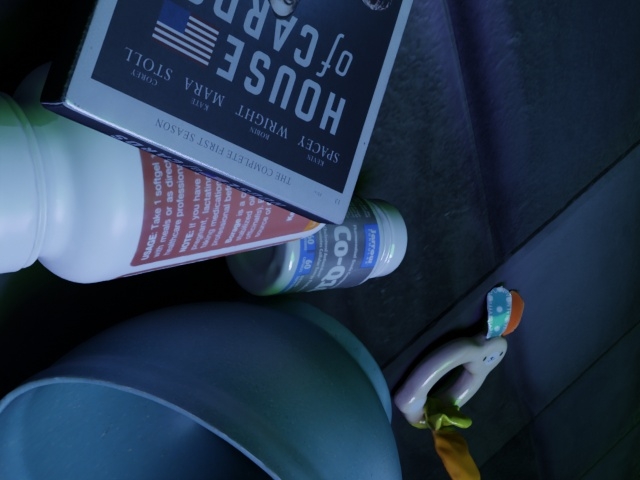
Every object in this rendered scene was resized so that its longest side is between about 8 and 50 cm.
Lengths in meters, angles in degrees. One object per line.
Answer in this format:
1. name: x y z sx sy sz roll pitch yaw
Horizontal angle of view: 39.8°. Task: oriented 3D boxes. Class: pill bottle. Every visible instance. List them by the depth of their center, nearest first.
1. pill bottle: -0.098 -0.044 0.500 0.216 0.121 0.121 -12 133 -40
2. pill bottle: 0.000 0.000 0.687 0.137 0.078 0.078 -3 127 -45

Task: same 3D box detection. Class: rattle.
1. rattle: 0.193 0.165 1.013 0.199 0.143 0.130 -37 127 -3

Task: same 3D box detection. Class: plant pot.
1. plant pot: -0.062 0.160 0.643 0.196 0.293 0.293 -49 158 -51

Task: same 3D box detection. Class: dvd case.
1. dvd case: -0.021 -0.146 0.448 0.179 0.029 0.239 22 83 -42
